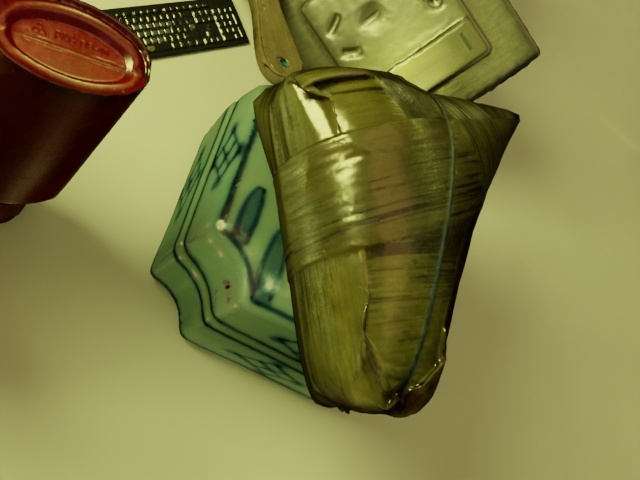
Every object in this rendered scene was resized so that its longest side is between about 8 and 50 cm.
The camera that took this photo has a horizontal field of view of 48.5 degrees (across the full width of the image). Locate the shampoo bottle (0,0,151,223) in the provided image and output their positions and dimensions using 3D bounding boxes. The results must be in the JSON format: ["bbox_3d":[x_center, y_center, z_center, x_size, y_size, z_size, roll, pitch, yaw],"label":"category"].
[{"bbox_3d":[-0.220,-0.079,0.525,0.102,0.260,0.064,12,66,-32],"label":"shampoo bottle"}]

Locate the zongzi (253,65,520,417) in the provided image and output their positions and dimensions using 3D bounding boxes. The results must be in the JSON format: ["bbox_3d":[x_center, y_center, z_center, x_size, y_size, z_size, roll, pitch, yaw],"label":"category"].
[{"bbox_3d":[0.102,-0.009,0.616,0.299,0.138,0.286,-3,78,-36],"label":"zongzi"}]

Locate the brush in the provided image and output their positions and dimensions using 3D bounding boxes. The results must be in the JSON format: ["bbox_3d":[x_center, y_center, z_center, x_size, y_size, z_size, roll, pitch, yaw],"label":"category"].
[{"bbox_3d":[-0.060,-0.308,0.819,0.070,0.065,0.328,15,49,-37],"label":"brush"}]

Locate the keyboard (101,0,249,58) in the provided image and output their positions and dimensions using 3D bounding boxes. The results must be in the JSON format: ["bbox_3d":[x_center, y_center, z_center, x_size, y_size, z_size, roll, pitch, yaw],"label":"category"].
[{"bbox_3d":[-0.167,-0.238,0.793,0.198,0.010,0.064,-23,88,-40],"label":"keyboard"}]

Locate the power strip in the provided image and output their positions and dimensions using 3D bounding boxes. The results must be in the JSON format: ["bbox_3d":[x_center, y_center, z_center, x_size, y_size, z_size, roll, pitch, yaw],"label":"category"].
[{"bbox_3d":[0.096,-0.259,0.883,0.251,0.257,0.092,58,12,3],"label":"power strip"}]

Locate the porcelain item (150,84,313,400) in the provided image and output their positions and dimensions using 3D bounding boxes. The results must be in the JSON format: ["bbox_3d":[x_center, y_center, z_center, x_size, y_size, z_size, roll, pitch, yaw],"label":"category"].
[{"bbox_3d":[0.000,0.000,0.726,0.285,0.157,0.282,32,54,-23],"label":"porcelain item"}]
